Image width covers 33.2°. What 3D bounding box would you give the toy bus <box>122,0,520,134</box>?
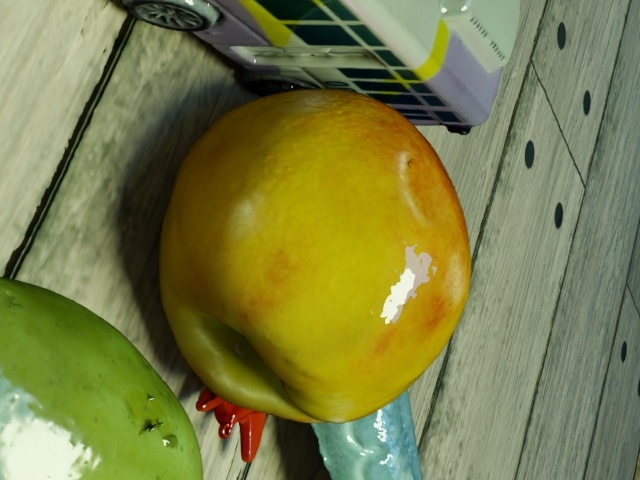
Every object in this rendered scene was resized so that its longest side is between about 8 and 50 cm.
[{"bbox_3d":[0.021,-0.251,0.964,0.440,0.249,0.209,27,71,-62],"label":"toy bus"}]

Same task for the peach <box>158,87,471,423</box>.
[{"bbox_3d":[0.002,-0.003,0.960,0.308,0.289,0.289,-56,139,-33],"label":"peach"}]

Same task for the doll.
[{"bbox_3d":[-0.066,0.122,1.068,0.109,0.057,0.169,58,47,-42],"label":"doll"}]

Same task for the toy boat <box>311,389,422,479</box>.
[{"bbox_3d":[0.076,0.216,1.184,0.215,0.123,0.329,-68,142,-73],"label":"toy boat"}]

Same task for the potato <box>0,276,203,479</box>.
[{"bbox_3d":[-0.202,0.143,0.703,0.304,0.216,0.215,39,60,-41],"label":"potato"}]
